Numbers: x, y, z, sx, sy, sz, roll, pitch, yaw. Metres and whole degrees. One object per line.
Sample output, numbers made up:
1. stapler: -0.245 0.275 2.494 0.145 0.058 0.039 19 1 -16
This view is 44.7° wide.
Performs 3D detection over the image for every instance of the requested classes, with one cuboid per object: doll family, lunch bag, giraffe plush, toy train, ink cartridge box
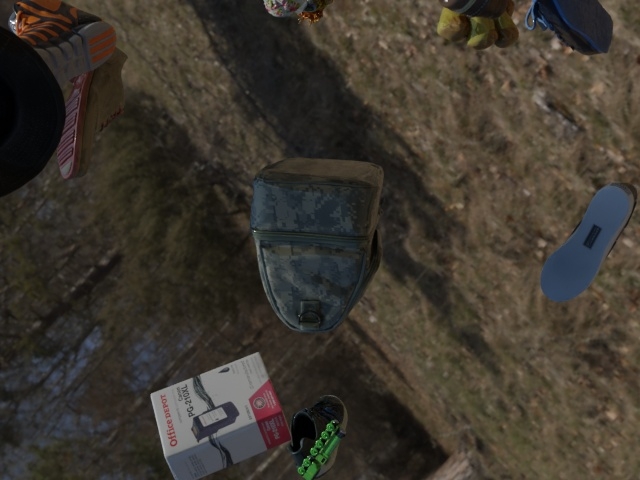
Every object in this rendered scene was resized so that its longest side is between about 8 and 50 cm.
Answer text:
1. doll family: -0.071 -0.528 1.637 0.263 0.118 0.163 25 -157 9
2. lunch bag: 0.000 0.000 1.325 0.212 0.256 0.305 6 -167 4
3. giraffe plush: 0.317 -0.496 1.497 0.181 0.170 0.210 -7 -121 -21
4. toy train: 0.002 0.243 0.898 0.024 0.083 0.017 36 -164 15
5. ink cartridge box: -0.199 0.349 1.535 0.172 0.237 0.100 -121 13 -49

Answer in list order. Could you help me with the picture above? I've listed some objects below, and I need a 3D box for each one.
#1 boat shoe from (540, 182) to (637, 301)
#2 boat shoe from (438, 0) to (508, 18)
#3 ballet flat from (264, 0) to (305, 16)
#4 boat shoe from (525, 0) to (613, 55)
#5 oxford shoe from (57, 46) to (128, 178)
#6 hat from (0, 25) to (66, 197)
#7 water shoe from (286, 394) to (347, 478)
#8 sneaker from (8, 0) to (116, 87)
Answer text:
1. boat shoe: 0.436 0.001 1.252 0.080 0.228 0.076 37 -145 28
2. boat shoe: 0.203 -0.396 1.023 0.095 0.257 0.095 14 156 -24
3. ballet flat: -0.015 -0.427 1.076 0.091 0.241 0.077 30 179 19
4. boat shoe: 0.363 -0.346 1.187 0.089 0.109 0.258 11 166 40
5. oxford shoe: -0.483 -0.287 1.688 0.130 0.348 0.123 19 158 -37
6. hat: -0.586 -0.226 1.243 0.331 0.331 0.134 36 -173 -33
7. water shoe: -0.005 0.302 1.285 0.080 0.073 0.203 58 -164 -16
8. sneaker: -0.568 -0.363 1.499 0.180 0.124 0.321 32 -133 20
